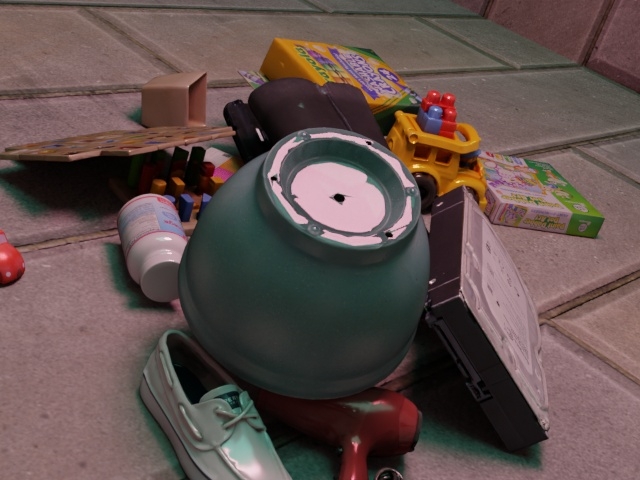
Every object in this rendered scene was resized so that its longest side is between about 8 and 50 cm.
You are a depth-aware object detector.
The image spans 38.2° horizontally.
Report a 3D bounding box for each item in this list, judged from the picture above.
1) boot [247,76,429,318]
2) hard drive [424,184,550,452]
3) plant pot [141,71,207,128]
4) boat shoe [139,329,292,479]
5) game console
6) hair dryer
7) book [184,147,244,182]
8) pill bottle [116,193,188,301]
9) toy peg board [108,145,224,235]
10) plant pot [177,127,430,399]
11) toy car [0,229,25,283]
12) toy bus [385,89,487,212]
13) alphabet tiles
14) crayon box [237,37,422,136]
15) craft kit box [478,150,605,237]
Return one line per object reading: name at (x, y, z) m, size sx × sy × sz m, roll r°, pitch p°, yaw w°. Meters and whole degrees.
boot at (-0.014, -0.093, 1.393) m, size 0.367 × 0.146 × 0.445 m, roll 12°, pitch 43°, yaw -39°
hard drive at (0.226, 0.090, 1.255) m, size 0.237 × 0.064 × 0.339 m, roll 56°, pitch 22°, yaw -17°
plant pot at (-0.271, -0.251, 1.694) m, size 0.096 × 0.109 × 0.109 m, roll 9°, pitch 26°, yaw 8°
boat shoe at (-0.110, 0.192, 0.975) m, size 0.095 × 0.084 × 0.258 m, roll -11°, pitch 39°, yaw -45°
game console at (-0.061, -0.120, 1.569) m, size 0.213 × 0.044 × 0.361 m, roll 5°, pitch 42°, yaw -31°
hair dryer at (0.041, 0.234, 0.999) m, size 0.293 × 0.080 × 0.223 m, roll 36°, pitch 32°, yaw 31°
book at (-0.151, -0.109, 1.577) m, size 0.144 × 0.035 × 0.096 m, roll 26°, pitch 31°, yaw 14°
pill bottle at (-0.221, 0.011, 1.243) m, size 0.087 × 0.087 × 0.160 m, roll 5°, pitch 30°, yaw -25°
toy peg board at (-0.217, -0.083, 1.432) m, size 0.161 × 0.079 × 0.160 m, roll -6°, pitch 36°, yaw -39°
plant pot at (0.000, 0.000, 1.033) m, size 0.293 × 0.196 × 0.293 m, roll 10°, pitch 48°, yaw -11°
toy car at (-0.512, -0.018, 1.146) m, size 0.225 × 0.053 × 0.239 m, roll -9°, pitch 38°, yaw -43°
toy bus at (0.227, -0.168, 1.734) m, size 0.220 × 0.211 × 0.149 m, roll 11°, pitch 26°, yaw -18°
alphabet tiles at (-0.312, -0.154, 1.445) m, size 0.285 × 0.011 × 0.342 m, roll 5°, pitch 15°, yaw 35°
crayon box at (0.031, -0.288, 1.753) m, size 0.323 × 0.083 × 0.203 m, roll -6°, pitch 46°, yaw -44°
craft kit box at (0.417, -0.101, 1.905) m, size 0.250 × 0.061 × 0.246 m, roll 7°, pitch 32°, yaw -22°
